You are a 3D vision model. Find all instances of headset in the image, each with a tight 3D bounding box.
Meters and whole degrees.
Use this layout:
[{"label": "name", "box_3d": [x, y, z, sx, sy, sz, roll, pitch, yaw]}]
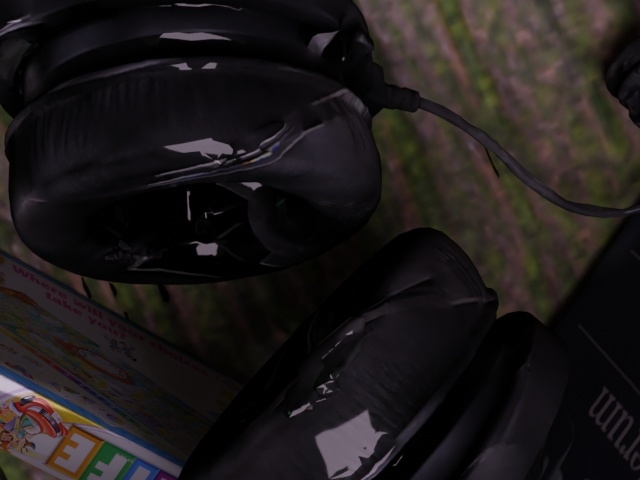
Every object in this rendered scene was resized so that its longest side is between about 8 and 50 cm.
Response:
[{"label": "headset", "box_3d": [0.000, 0.000, 0.549, 0.394, 0.185, 0.243, -26, 82, -32]}]

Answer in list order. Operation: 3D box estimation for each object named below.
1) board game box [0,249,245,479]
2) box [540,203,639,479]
[{"label": "board game box", "box_3d": [-0.084, 0.056, 0.637, 0.154, 0.103, 0.026, 31, 105, -19]}, {"label": "box", "box_3d": [0.147, 0.216, 0.625, 0.212, 0.293, 0.395, 30, 100, -19]}]
